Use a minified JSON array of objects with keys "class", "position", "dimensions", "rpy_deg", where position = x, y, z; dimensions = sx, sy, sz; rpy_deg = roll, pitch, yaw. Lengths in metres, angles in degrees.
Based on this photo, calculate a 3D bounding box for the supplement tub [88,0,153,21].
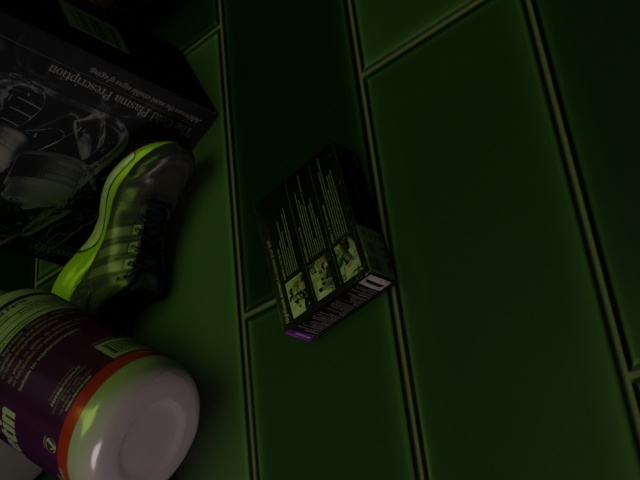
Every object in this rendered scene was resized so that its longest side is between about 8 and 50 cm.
[{"class":"supplement tub","position":[-0.360,-0.408,1.515],"dimensions":[0.338,0.207,0.207],"rpy_deg":[-28,56,34]}]

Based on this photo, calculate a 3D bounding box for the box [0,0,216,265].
[{"class":"box","position":[-0.377,-0.158,1.330],"dimensions":[0.312,0.343,0.179],"rpy_deg":[-49,46,20]}]

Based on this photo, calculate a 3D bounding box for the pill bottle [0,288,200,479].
[{"class":"pill bottle","position":[-0.310,0.171,1.198],"dimensions":[0.323,0.181,0.181],"rpy_deg":[22,90,33]}]

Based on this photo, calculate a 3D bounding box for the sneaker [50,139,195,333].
[{"class":"sneaker","position":[-0.236,0.009,1.310],"dimensions":[0.121,0.111,0.300],"rpy_deg":[40,109,36]}]

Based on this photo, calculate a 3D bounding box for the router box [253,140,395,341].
[{"class":"router box","position":[0.000,0.000,1.104],"dimensions":[0.133,0.046,0.178],"rpy_deg":[-37,51,30]}]

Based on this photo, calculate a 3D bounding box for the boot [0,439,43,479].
[{"class":"boot","position":[-0.405,0.222,1.398],"dimensions":[0.258,0.095,0.123],"rpy_deg":[-56,37,0]}]
